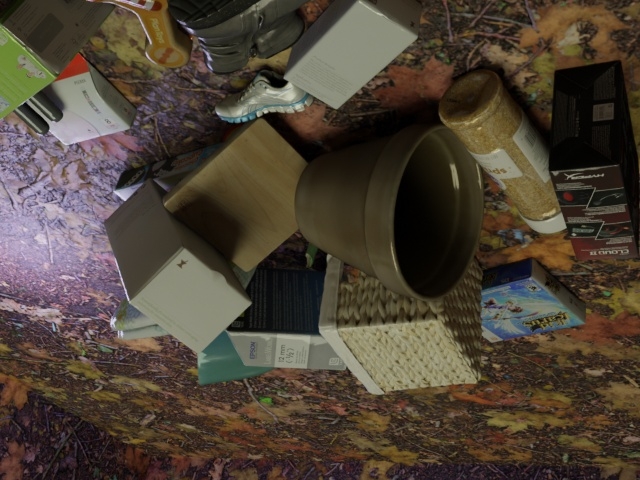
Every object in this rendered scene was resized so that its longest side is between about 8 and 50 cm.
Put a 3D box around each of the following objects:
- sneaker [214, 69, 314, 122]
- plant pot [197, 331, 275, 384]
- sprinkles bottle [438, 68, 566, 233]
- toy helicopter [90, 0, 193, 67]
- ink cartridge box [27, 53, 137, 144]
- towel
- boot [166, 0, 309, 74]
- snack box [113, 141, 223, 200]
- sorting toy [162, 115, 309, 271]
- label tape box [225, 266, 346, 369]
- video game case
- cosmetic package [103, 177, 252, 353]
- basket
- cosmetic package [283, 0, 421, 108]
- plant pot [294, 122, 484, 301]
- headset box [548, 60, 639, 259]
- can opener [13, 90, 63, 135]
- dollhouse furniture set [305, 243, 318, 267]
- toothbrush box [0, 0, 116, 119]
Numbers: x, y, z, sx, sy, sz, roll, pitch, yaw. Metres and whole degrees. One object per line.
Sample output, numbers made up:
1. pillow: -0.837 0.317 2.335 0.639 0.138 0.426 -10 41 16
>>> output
1. sneaker: -0.112 -0.273 1.475 0.191 0.071 0.083 -10 137 18
2. plant pot: -0.203 0.227 2.123 0.235 0.293 0.293 -2 150 -6
3. sprinkles bottle: 0.349 -0.152 1.448 0.121 0.121 0.355 -14 140 36
4. toy helicopter: -0.257 -0.392 1.301 0.235 0.140 0.355 0 159 3
5. ink cartridge box: -0.507 -0.291 1.588 0.189 0.066 0.232 -8 148 30
6. towel: -0.288 0.076 1.853 0.374 0.320 0.090 -14 130 36
7. boot: -0.052 -0.377 1.236 0.338 0.118 0.223 -16 167 8
8. snack box: -0.281 -0.108 1.798 0.322 0.060 0.187 -11 140 33
9. sorting toy: -0.146 -0.105 1.633 0.255 0.089 0.257 -40 129 8
10. label tape box: -0.112 0.177 1.898 0.348 0.249 0.115 2 123 -5
11. video game case: 0.463 0.154 1.966 0.269 0.061 0.244 -20 138 41
12. cosmetic package: -0.298 0.039 1.635 0.155 0.365 0.197 -43 122 3
13. basket: 0.185 0.120 1.760 0.266 0.328 0.331 -9 143 24
14. cosmetic package: 0.049 -0.322 1.313 0.117 0.085 0.231 27 144 -24
15. plant pot: 0.114 -0.062 1.539 0.280 0.323 0.323 7 153 40
16. headset box: 0.471 -0.117 1.366 0.110 0.218 0.293 -4 146 26
17. can opener: -0.613 -0.321 1.539 0.280 0.074 0.093 46 176 -24
18. dollhouse furniture set: 0.000 0.000 1.862 0.059 0.076 0.151 9 148 7
19. toothbrush box: -0.509 -0.325 1.369 0.283 0.206 0.122 -20 126 42
